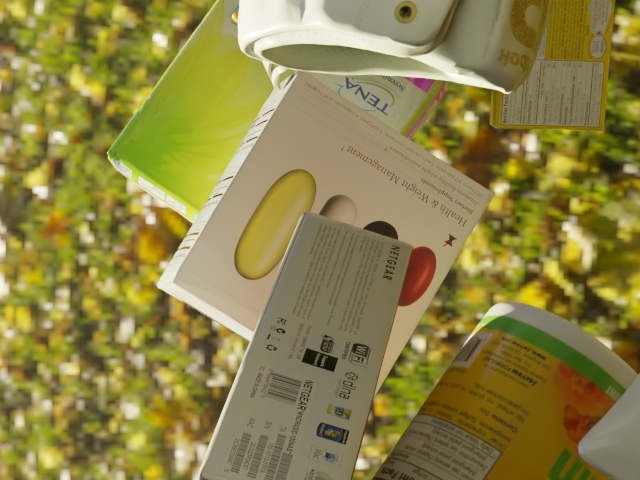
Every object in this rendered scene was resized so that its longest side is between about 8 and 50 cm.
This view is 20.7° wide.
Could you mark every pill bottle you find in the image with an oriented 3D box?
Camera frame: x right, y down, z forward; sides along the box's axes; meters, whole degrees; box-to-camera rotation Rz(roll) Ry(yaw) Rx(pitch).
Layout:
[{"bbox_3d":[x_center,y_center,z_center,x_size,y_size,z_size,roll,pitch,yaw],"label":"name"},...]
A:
[{"bbox_3d":[0.107,0.175,1.179,0.136,0.136,0.246,20,68,48],"label":"pill bottle"}]

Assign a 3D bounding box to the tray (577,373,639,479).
[{"bbox_3d":[0.274,0.139,0.892,0.270,0.145,0.030,29,118,17],"label":"tray"}]

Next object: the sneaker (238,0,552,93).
[{"bbox_3d":[0.092,-0.135,0.618,0.292,0.108,0.169,-8,77,36],"label":"sneaker"}]

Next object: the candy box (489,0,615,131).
[{"bbox_3d":[0.212,-0.202,1.578,0.027,0.105,0.206,-124,36,-75],"label":"candy box"}]

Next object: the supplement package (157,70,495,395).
[{"bbox_3d":[0.000,0.000,1.465,0.203,0.194,0.149,-60,7,-7],"label":"supplement package"}]

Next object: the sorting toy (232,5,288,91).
[{"bbox_3d":[-0.038,-0.163,1.416,0.083,0.044,0.075,123,134,-65],"label":"sorting toy"}]

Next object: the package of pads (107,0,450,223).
[{"bbox_3d":[-0.025,-0.128,1.668,0.229,0.101,0.296,35,85,5],"label":"package of pads"}]

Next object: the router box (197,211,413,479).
[{"bbox_3d":[-0.038,0.187,1.122,0.335,0.082,0.301,-70,-3,-62],"label":"router box"}]
